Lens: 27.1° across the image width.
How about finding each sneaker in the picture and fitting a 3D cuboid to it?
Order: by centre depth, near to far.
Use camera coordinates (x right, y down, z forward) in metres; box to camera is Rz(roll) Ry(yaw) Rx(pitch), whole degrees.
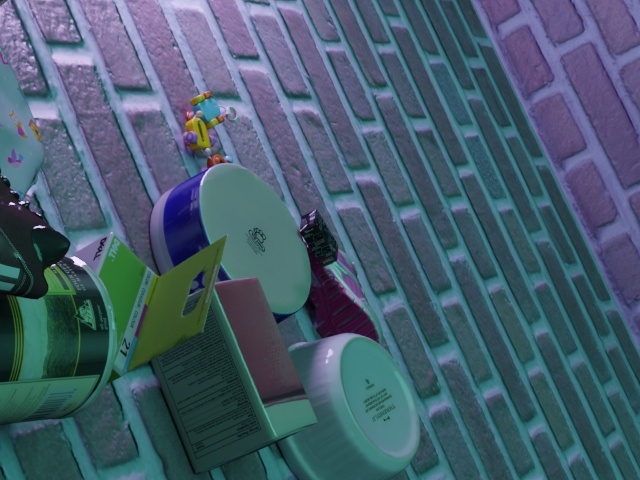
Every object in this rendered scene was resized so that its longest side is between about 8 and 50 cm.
[{"bbox_3d":[-0.359,-0.037,1.419,0.163,0.106,0.281,23,33,-46],"label":"sneaker"},{"bbox_3d":[0.030,0.082,2.266,0.252,0.103,0.111,57,31,-10],"label":"sneaker"}]

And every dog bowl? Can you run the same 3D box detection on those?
[{"bbox_3d":[-0.135,0.017,2.054,0.265,0.104,0.264,39,36,-36],"label":"dog bowl"}]

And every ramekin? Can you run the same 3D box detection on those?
[{"bbox_3d":[0.046,0.270,2.100,0.273,0.127,0.272,39,35,-35],"label":"ramekin"}]

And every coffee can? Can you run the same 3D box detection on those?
[{"bbox_3d":[-0.390,0.109,1.463,0.275,0.202,0.201,3,62,-58],"label":"coffee can"}]

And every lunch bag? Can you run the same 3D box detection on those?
[{"bbox_3d":[-0.440,-0.147,1.619,0.279,0.108,0.224,-93,159,-67],"label":"lunch bag"}]

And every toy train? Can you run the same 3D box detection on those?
[{"bbox_3d":[-0.184,-0.166,2.202,0.125,0.046,0.166,38,40,-39],"label":"toy train"}]

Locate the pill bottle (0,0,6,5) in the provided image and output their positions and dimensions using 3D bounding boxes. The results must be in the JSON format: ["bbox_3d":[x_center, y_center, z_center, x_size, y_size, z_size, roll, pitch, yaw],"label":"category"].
[{"bbox_3d":[-0.529,-0.388,1.725,0.272,0.152,0.152,-4,68,-58],"label":"pill bottle"}]

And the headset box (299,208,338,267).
[{"bbox_3d":[0.000,0.000,2.162,0.083,0.032,0.062,60,14,-22],"label":"headset box"}]

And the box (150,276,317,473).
[{"bbox_3d":[-0.131,0.187,1.865,0.127,0.149,0.232,-8,73,-61],"label":"box"}]

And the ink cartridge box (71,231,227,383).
[{"bbox_3d":[-0.252,0.075,1.657,0.097,0.255,0.188,46,32,-26],"label":"ink cartridge box"}]
